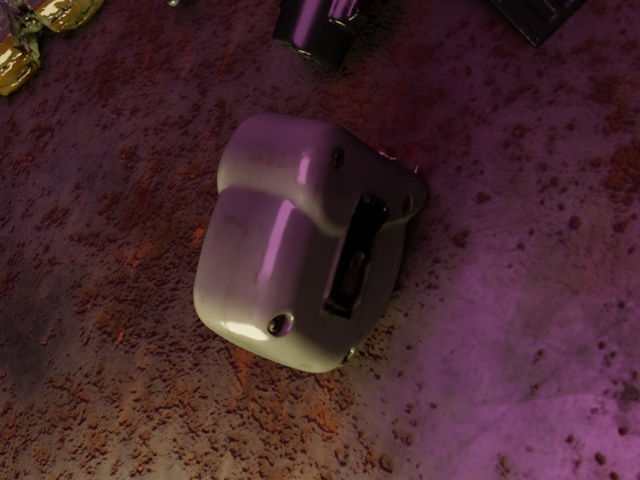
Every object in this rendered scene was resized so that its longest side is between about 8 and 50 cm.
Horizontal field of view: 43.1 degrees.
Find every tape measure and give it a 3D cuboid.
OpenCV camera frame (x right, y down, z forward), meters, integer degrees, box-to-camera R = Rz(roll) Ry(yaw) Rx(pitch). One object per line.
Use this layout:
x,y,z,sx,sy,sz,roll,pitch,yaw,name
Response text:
0.000,0.000,0.826,0.130,0.258,0.265,13,87,28,tape measure

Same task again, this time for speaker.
0.006,-0.401,0.997,0.259,0.198,0.330,32,98,18,speaker

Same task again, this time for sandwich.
-0.483,-0.384,1.282,0.273,0.095,0.249,-40,64,9,sandwich

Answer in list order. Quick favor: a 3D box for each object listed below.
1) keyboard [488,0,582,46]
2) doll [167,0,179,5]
0.135,-0.378,0.882,0.381,0.041,0.103,43,99,-12,keyboard
-0.213,-0.419,1.167,0.102,0.075,0.228,-32,51,30,doll
